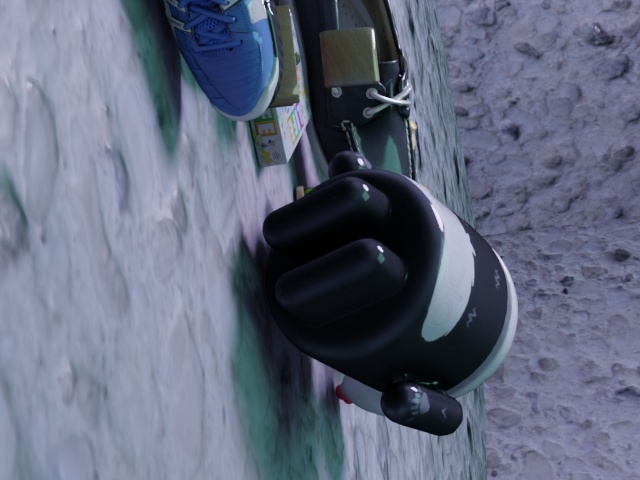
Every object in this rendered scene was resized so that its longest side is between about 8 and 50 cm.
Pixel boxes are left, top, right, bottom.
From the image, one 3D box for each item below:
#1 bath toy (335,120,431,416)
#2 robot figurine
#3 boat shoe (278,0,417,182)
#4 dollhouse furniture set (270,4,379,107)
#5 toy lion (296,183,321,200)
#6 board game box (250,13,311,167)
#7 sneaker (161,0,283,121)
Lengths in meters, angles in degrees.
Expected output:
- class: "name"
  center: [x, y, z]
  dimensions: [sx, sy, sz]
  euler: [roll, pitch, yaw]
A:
- class: "bath toy"
  center: [0.065, 0.031, 1.335]
  dimensions: [0.151, 0.129, 0.348]
  euler: [18, 55, -35]
- class: "robot figurine"
  center: [0.060, 0.044, 1.088]
  dimensions: [0.278, 0.173, 0.209]
  euler: [33, 78, -55]
- class: "boat shoe"
  center: [0.038, -0.164, 1.247]
  dimensions: [0.114, 0.091, 0.303]
  euler: [-20, 89, -44]
- class: "dollhouse furniture set"
  center: [0.091, -0.273, 0.976]
  dimensions: [0.174, 0.355, 0.303]
  euler: [85, 0, -84]
- class: "toy lion"
  center: [0.000, 0.000, 1.256]
  dimensions: [0.096, 0.034, 0.100]
  euler: [62, 22, -79]
- class: "board game box"
  center: [-0.040, -0.140, 1.142]
  dimensions: [0.154, 0.026, 0.103]
  euler: [-71, 152, -67]
- class: "sneaker"
  center: [-0.085, -0.178, 0.841]
  dimensions: [0.081, 0.080, 0.211]
  euler: [-46, 121, -64]
